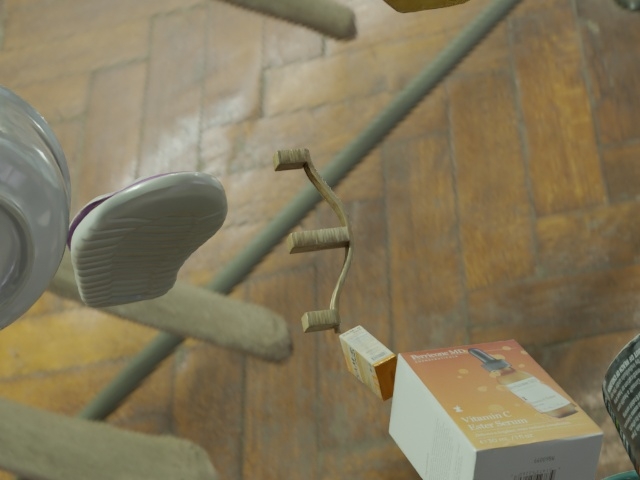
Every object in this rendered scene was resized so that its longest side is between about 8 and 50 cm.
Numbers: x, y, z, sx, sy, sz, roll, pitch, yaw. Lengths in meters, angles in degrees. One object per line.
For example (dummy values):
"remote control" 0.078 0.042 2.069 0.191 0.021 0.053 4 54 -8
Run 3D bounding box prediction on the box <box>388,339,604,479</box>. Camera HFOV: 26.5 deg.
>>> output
"box" 0.156 0.176 1.251 0.130 0.091 0.170 -6 27 -21

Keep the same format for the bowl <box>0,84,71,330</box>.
"bowl" -0.368 -0.006 1.335 0.298 0.298 0.134 -36 35 -10

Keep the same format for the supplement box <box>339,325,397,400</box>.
"supplement box" 0.069 0.166 1.841 0.036 0.062 0.098 -26 31 -18

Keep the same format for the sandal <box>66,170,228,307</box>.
"sandal" -0.228 -0.016 1.618 0.169 0.416 0.102 -9 74 -22

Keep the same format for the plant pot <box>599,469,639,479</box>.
"plant pot" 0.371 0.407 1.364 0.272 0.271 0.255 2 50 20

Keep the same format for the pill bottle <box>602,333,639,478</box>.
"pill bottle" 0.284 0.169 0.869 0.130 0.130 0.245 -21 50 3

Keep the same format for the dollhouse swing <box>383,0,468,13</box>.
"dollhouse swing" 0.054 -0.384 0.872 0.305 0.347 0.315 -39 45 18

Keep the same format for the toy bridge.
"toy bridge" 0.000 0.000 1.322 0.063 0.026 0.188 -7 73 -14
